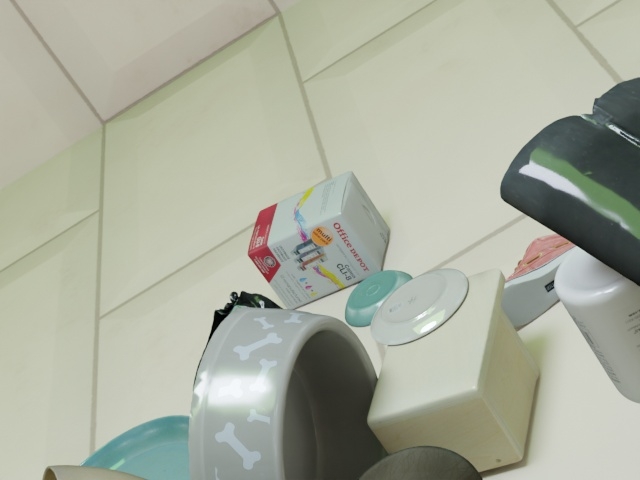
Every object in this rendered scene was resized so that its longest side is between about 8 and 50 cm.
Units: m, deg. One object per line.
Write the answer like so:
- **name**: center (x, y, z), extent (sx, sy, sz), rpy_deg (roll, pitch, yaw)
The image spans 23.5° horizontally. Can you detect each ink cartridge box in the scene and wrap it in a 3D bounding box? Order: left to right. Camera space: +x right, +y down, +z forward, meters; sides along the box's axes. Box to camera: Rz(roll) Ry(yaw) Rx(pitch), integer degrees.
- **ink cartridge box**: center (0.000, 0.000, 2.410), extent (0.176, 0.128, 0.127), rpy_deg (-24, 27, 23)

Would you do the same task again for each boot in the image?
- **boot**: center (0.330, 0.037, 1.431), extent (0.367, 0.146, 0.445), rpy_deg (-20, 49, -32)

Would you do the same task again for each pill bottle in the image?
- **pill bottle**: center (0.359, 0.102, 1.661), extent (0.131, 0.229, 0.131), rpy_deg (-28, 25, 15)

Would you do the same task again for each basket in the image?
- **basket**: center (0.075, 0.338, 1.586), extent (0.204, 0.154, 0.227), rpy_deg (-56, -3, 18)

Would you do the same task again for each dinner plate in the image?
- **dinner plate**: center (0.121, 0.078, 1.943), extent (0.141, 0.017, 0.141), rpy_deg (-29, 24, 15)

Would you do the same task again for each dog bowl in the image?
- **dog bowl**: center (-0.023, 0.242, 1.780), extent (0.102, 0.349, 0.349), rpy_deg (-7, 35, 25)

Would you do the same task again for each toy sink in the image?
- **toy sink**: center (0.172, 0.170, 1.892), extent (0.152, 0.131, 0.234), rpy_deg (-20, 29, 27)

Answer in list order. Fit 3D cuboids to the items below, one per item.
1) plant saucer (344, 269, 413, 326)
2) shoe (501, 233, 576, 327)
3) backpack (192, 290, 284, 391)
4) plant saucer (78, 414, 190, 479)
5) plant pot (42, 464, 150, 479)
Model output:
- **plant saucer**: center (0.082, 0.080, 2.293), extent (0.119, 0.021, 0.119), rpy_deg (-28, 25, 14)
- **shoe**: center (0.281, 0.052, 2.054), extent (0.178, 0.063, 0.081), rpy_deg (-31, 23, -4)
- **backpack**: center (-0.099, 0.180, 2.203), extent (0.115, 0.152, 0.182), rpy_deg (-10, 46, 59)
- **plant saucer**: center (-0.277, 0.376, 2.188), extent (0.317, 0.044, 0.317), rpy_deg (-27, 26, 14)
- **plant pot**: center (-0.223, 0.405, 1.859), extent (0.191, 0.284, 0.284), rpy_deg (-3, 17, -19)
